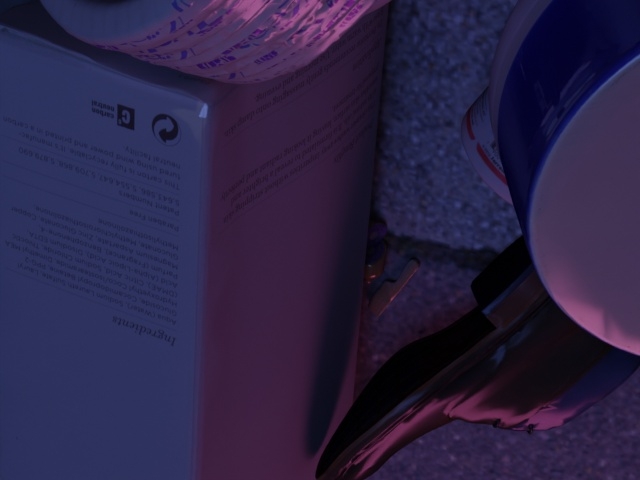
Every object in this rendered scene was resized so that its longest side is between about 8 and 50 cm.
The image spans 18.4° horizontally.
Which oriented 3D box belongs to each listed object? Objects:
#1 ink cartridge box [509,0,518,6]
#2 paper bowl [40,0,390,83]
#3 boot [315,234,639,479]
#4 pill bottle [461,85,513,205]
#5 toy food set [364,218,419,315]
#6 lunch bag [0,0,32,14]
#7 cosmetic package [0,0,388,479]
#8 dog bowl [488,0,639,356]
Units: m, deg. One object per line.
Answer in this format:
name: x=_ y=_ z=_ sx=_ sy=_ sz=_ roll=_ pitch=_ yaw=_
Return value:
ink cartridge box: x=0.163 y=-0.206 z=1.022 sx=0.061 sy=0.104 sz=0.181 roll=45 pitch=127 yaw=-8
paper bowl: x=-0.023 y=-0.218 z=0.980 sx=0.148 sy=0.284 sz=0.284 roll=12 pitch=140 yaw=-37
boot: x=0.100 y=0.102 z=1.238 sx=0.106 sy=0.082 sz=0.219 roll=41 pitch=108 yaw=-13
pill bottle: x=0.156 y=-0.092 z=1.108 sx=0.087 sy=0.087 sz=0.160 roll=40 pitch=128 yaw=-2
toy food set: x=0.000 y=0.000 z=1.282 sx=0.122 sy=0.019 sz=0.078 roll=37 pitch=128 yaw=0
lunch bag: x=-0.250 y=-0.110 z=1.202 sx=0.262 sy=0.223 sz=0.160 roll=39 pitch=135 yaw=-3
cosmetic package: x=-0.081 y=0.027 z=1.200 sx=0.156 sy=0.217 sz=0.385 roll=20 pitch=123 yaw=22
dog bowl: x=0.225 y=-0.058 z=1.013 sx=0.264 sy=0.104 sz=0.265 roll=-5 pitch=135 yaw=-5
